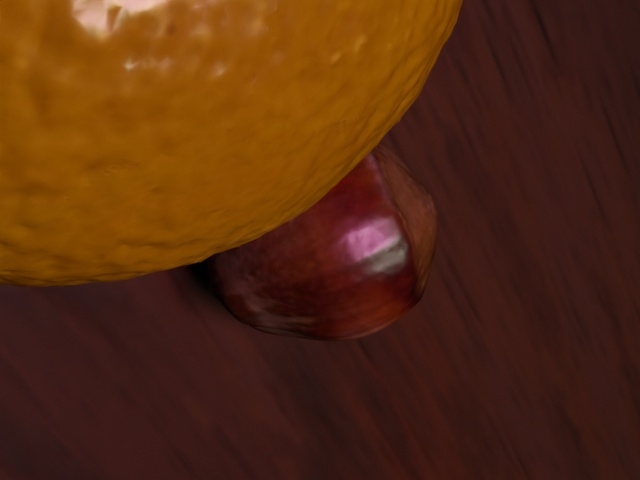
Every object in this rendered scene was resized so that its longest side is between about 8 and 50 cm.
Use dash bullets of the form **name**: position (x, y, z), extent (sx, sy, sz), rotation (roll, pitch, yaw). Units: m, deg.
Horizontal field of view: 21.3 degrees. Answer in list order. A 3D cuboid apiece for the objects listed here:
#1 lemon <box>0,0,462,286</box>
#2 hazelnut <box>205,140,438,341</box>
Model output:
- **lemon**: position (-0.060, -0.079, 0.390), extent (0.244, 0.187, 0.187), rotation (-12, 117, -48)
- **hazelnut**: position (0.000, 0.000, 0.578), extent (0.086, 0.086, 0.086), rotation (-22, 124, -38)
